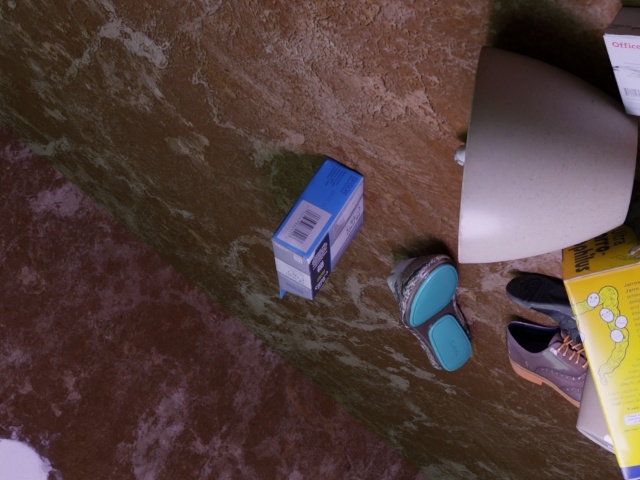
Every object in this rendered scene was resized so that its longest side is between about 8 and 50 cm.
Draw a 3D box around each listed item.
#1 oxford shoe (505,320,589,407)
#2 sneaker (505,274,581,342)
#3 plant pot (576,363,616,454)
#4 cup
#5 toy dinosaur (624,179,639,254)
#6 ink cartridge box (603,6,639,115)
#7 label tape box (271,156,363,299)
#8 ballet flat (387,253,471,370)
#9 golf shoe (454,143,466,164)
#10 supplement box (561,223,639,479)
[{"bbox_3d":[0.558,0.274,2.156,0.364,0.130,0.132,15,144,42],"label":"oxford shoe"},{"bbox_3d":[0.494,0.146,2.032,0.227,0.087,0.130,12,142,36],"label":"sneaker"},{"bbox_3d":[0.591,0.257,1.790,0.256,0.274,0.256,32,173,5],"label":"plant pot"},{"bbox_3d":[0.344,-0.119,1.476,0.237,0.331,0.331,5,151,11],"label":"cup"},{"bbox_3d":[0.509,-0.054,1.510,0.064,0.118,0.268,49,-160,-12],"label":"toy dinosaur"},{"bbox_3d":[0.459,-0.239,1.325,0.109,0.063,0.150,16,150,41],"label":"ink cartridge box"},{"bbox_3d":[0.000,0.000,2.263,0.106,0.240,0.333,28,158,15],"label":"label tape box"},{"bbox_3d":[0.247,0.148,2.348,0.182,0.164,0.483,46,169,35],"label":"ballet flat"},{"bbox_3d":[0.302,-0.171,1.730,0.176,0.069,0.086,12,119,54],"label":"golf shoe"},{"bbox_3d":[0.523,0.163,1.547,0.195,0.194,0.356,-15,106,17],"label":"supplement box"}]
